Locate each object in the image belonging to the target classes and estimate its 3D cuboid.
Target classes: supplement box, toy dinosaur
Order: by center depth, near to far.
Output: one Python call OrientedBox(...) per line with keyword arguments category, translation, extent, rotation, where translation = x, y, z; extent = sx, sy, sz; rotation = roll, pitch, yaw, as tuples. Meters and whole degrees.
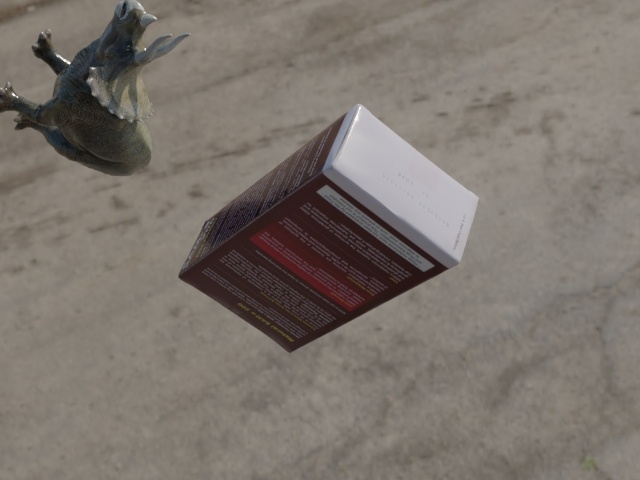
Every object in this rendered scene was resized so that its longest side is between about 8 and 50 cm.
OrientedBox(category="supplement box", translation=(0.000, 0.000, 0.891), extent=(0.239, 0.130, 0.073), rotation=(-32, 28, 47))
OrientedBox(category="toy dinosaur", translation=(-0.237, -0.121, 1.142), extent=(0.160, 0.313, 0.121), rotation=(27, 59, 10))
